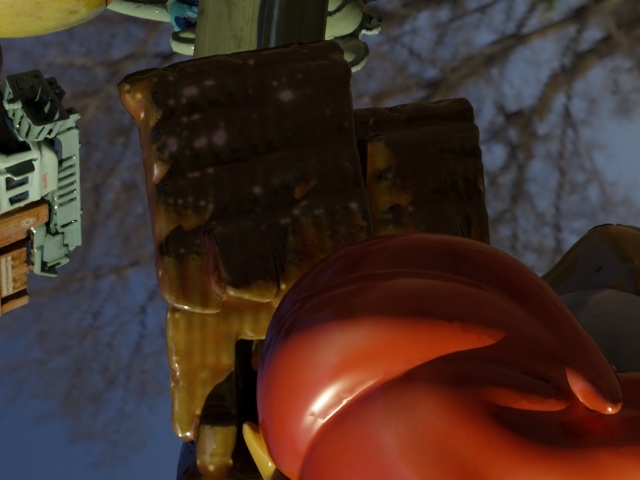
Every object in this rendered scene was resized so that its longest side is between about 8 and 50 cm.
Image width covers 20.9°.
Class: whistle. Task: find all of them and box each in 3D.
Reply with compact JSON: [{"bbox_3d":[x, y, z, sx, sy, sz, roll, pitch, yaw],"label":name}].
[{"bbox_3d":[-0.067,-0.185,1.383,0.077,0.236,0.114,88,-168,-57],"label":"whistle"}]

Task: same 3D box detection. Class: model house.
[{"bbox_3d":[0.000,0.002,0.960,0.219,0.199,0.229,-112,16,-66],"label":"model house"}]

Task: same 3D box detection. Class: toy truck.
[{"bbox_3d":[-0.340,-0.055,1.833,0.133,0.184,0.338,57,156,25],"label":"toy truck"}]

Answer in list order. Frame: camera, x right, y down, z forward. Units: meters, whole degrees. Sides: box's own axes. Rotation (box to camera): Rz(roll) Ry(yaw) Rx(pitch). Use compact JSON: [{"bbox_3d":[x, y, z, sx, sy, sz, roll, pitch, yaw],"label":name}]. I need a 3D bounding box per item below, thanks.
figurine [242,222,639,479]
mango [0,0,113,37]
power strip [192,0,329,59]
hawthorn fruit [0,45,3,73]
[{"bbox_3d":[0.098,0.089,0.704,0.257,0.181,0.208,-13,-83,-59],"label":"figurine"},{"bbox_3d":[-0.153,-0.232,1.047,0.167,0.262,0.130,47,180,-18],"label":"mango"},{"bbox_3d":[-0.035,-0.158,1.146,0.066,0.092,0.387,-1,-77,-38],"label":"power strip"},{"bbox_3d":[-0.317,-0.119,1.222,0.189,0.189,0.189,50,-152,-41],"label":"hawthorn fruit"}]
